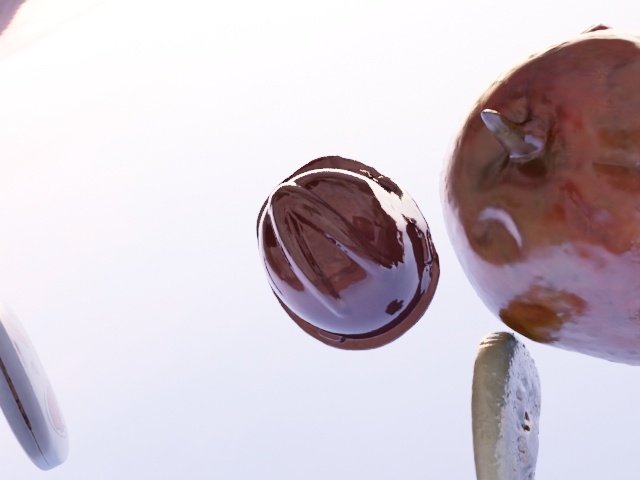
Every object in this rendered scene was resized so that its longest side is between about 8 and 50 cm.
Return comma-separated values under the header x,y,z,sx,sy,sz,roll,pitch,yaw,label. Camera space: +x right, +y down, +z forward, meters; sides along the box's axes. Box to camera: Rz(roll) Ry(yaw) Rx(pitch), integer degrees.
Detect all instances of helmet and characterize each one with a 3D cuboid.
x,y,z,sx,sy,sz,roll,pitch,yaw,label
0.000,0.000,0.351,0.089,0.057,0.111,-47,-116,11,helmet

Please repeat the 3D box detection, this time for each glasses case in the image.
x,y,z,sx,sy,sz,roll,pitch,yaw,label
-0.290,0.137,0.700,0.045,0.178,0.067,-23,-177,-10,glasses case

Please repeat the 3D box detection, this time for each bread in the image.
x,y,z,sx,sy,sz,roll,pitch,yaw,label
0.151,0.137,0.578,0.036,0.112,0.193,-11,-148,26,bread

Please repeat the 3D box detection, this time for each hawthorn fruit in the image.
x,y,z,sx,sy,sz,roll,pitch,yaw,label
0.210,-0.038,0.569,0.277,0.298,0.276,-19,-117,42,hawthorn fruit

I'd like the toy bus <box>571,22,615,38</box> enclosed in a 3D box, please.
x,y,z,sx,sy,sz,roll,pitch,yaw,label
0.368,-0.230,1.122,0.265,0.121,0.120,-37,174,5,toy bus
